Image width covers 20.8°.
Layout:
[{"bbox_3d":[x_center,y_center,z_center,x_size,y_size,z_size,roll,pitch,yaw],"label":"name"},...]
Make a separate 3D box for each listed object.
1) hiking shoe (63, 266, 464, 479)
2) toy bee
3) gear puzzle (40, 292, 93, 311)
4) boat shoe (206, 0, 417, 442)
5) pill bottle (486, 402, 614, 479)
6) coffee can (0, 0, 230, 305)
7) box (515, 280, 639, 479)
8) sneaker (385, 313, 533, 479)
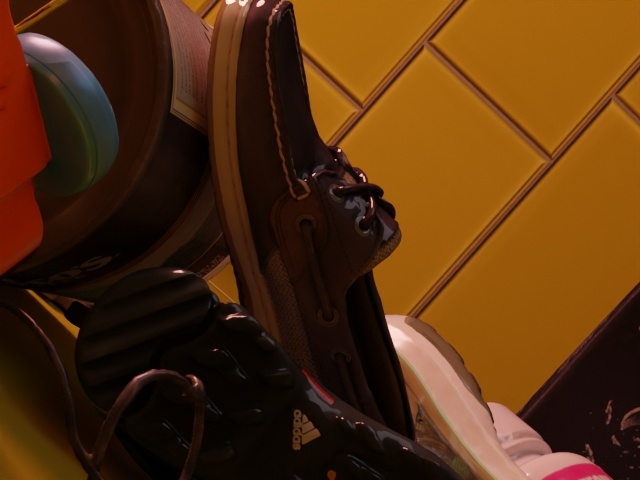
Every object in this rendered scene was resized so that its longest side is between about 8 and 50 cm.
[{"bbox_3d":[-0.006,0.129,0.910,0.304,0.113,0.132,49,-11,-7],"label":"hiking shoe"},{"bbox_3d":[-0.174,-0.025,0.722,0.162,0.298,0.195,8,15,39],"label":"toy bee"},{"bbox_3d":[-0.145,0.037,1.232,0.339,0.044,0.175,42,1,-9],"label":"gear puzzle"},{"bbox_3d":[0.000,0.000,0.961,0.103,0.092,0.285,-53,137,-68],"label":"boat shoe"},{"bbox_3d":[0.178,0.250,1.210,0.283,0.160,0.160,42,1,33],"label":"pill bottle"},{"bbox_3d":[-0.148,-0.069,0.989,0.201,0.201,0.275,42,3,11],"label":"coffee can"},{"bbox_3d":[0.302,0.232,1.386,0.343,0.312,0.179,42,20,8],"label":"box"},{"bbox_3d":[0.056,0.197,1.048,0.182,0.158,0.410,0,31,-37],"label":"sneaker"}]
